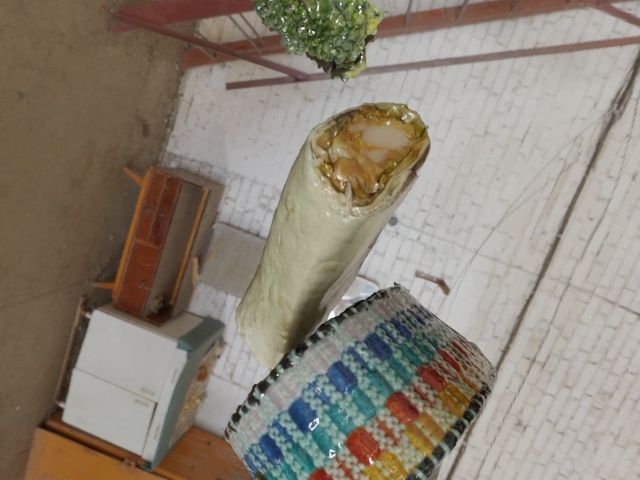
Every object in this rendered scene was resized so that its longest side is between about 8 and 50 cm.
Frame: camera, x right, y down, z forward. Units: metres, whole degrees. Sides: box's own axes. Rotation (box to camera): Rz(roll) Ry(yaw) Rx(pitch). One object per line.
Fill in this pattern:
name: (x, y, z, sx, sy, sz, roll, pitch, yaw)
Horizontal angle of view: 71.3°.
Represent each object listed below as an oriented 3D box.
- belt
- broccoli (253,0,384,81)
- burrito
belt: (0.041, 0.149, 0.399, 0.207, 0.150, 0.257, -47, 161, 12)
broccoli: (-0.019, -0.453, 0.790, 0.334, 0.271, 0.324, -140, -134, -73)
burrito: (0.003, -0.001, 0.474, 0.143, 0.105, 0.299, -32, 153, -55)
